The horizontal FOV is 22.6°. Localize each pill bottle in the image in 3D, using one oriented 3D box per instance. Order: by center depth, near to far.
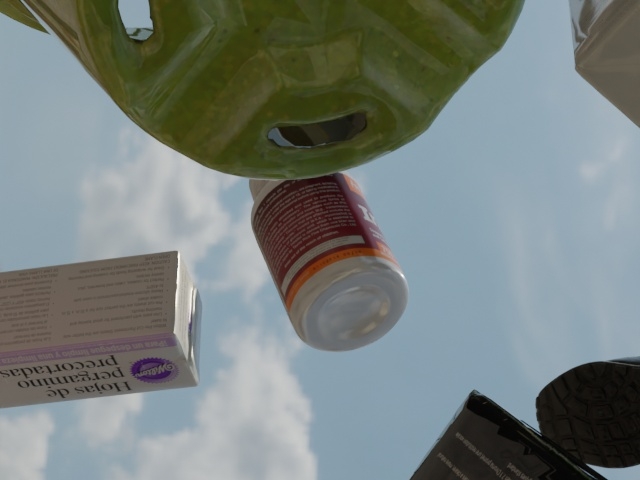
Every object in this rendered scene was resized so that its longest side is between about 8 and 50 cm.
[{"bbox_3d":[0.000,0.000,1.146,0.086,0.086,0.152,-65,-146,35],"label":"pill bottle"}]

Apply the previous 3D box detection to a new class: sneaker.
[{"bbox_3d":[0.355,0.150,1.575,0.283,0.124,0.107,-18,-95,30],"label":"sneaker"}]

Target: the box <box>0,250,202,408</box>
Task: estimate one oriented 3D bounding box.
[{"bbox_3d":[-0.235,0.066,0.977,0.063,0.324,0.067,73,12,-52],"label":"box"}]

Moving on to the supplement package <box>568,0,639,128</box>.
[{"bbox_3d":[0.277,-0.159,1.021,0.194,0.149,0.203,-46,-169,21],"label":"supplement package"}]

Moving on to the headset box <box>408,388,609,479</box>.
[{"bbox_3d":[0.074,0.233,0.448,0.283,0.246,0.131,-56,-161,0],"label":"headset box"}]

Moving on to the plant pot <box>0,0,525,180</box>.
[{"bbox_3d":[-0.040,-0.161,0.679,0.254,0.276,0.276,-124,-134,-54],"label":"plant pot"}]
